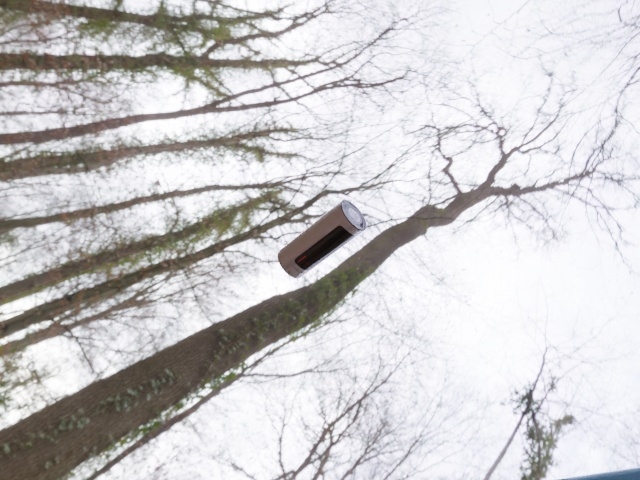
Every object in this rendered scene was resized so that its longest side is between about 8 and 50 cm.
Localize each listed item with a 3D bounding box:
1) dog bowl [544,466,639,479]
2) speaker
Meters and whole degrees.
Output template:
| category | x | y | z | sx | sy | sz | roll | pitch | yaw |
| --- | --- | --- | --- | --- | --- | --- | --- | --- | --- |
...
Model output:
| category | x | y | z | sx | sy | sz | roll | pitch | yaw |
| --- | --- | --- | --- | --- | --- | --- | --- | --- | --- |
| dog bowl | 0.171 | 0.213 | 0.359 | 0.297 | 0.074 | 0.166 | -26 | -50 | 31 |
| speaker | 0.000 | 0.000 | 0.809 | 0.136 | 0.055 | 0.055 | -37 | -94 | 27 |
